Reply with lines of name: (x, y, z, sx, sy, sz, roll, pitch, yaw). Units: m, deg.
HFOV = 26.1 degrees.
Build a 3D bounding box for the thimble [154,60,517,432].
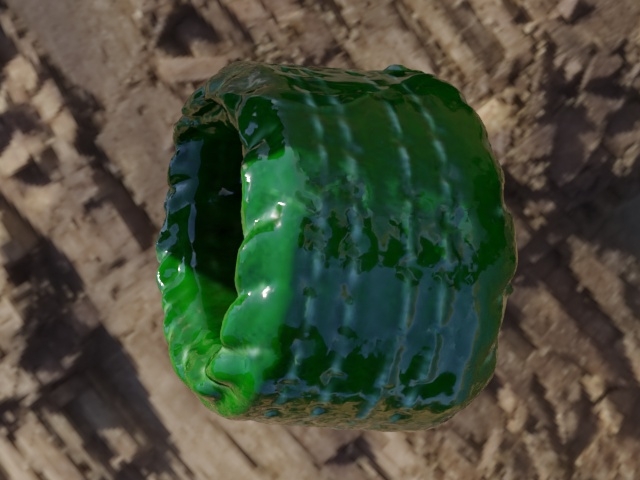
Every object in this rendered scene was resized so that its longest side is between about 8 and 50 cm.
thimble: (0.000, 0.000, 0.446, 0.130, 0.090, 0.118, -170, 84, -69)
